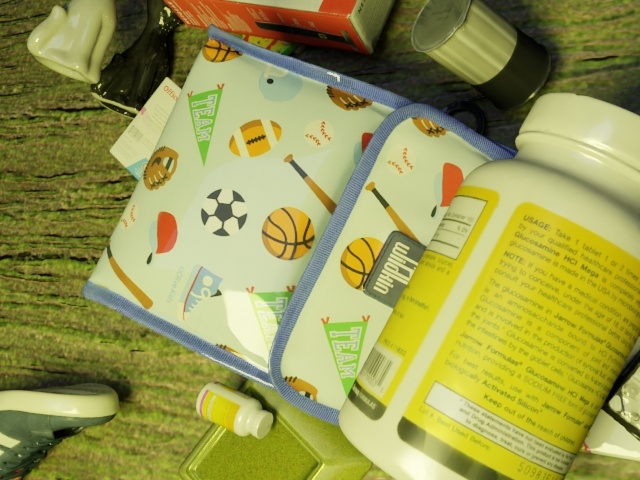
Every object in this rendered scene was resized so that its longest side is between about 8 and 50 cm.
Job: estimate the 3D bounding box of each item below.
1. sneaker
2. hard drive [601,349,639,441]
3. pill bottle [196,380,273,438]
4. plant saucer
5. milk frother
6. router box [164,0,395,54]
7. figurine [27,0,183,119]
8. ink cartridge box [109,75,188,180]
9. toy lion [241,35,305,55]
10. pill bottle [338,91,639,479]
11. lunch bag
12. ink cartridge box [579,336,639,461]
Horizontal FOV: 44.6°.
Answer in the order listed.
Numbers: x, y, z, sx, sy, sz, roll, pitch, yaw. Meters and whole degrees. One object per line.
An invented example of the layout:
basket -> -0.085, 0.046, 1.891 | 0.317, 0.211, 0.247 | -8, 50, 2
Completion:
sneaker -> -0.400, 0.271, 1.012 | 0.349, 0.131, 0.148 | -13, 78, 28
hard drive -> 0.433, 0.151, 0.611 | 0.339, 0.064, 0.237 | 40, 87, 15
pill bottle -> -0.095, 0.191, 0.870 | 0.083, 0.043, 0.043 | 18, 85, 29
plant saucer -> -0.067, 0.258, 0.890 | 0.188, 0.045, 0.188 | 40, 95, 29
milk frother -> 0.151, -0.181, 0.851 | 0.129, 0.134, 0.143 | 10, 76, 59
router box -> -0.014, -0.420, 1.007 | 0.301, 0.082, 0.336 | 16, 77, 28
figurine -> -0.265, -0.295, 1.042 | 0.092, 0.215, 0.210 | 19, 83, 24
ink cartridge box -> -0.185, -0.135, 1.028 | 0.092, 0.090, 0.143 | 43, 95, 28
toy lion -> -0.074, -0.257, 1.044 | 0.096, 0.034, 0.100 | 32, 92, 36
pill bottle -> 0.170, 0.055, 0.660 | 0.187, 0.188, 0.334 | 28, 89, 29
lunch bag -> 0.000, 0.000, 0.830 | 0.385, 0.239, 0.328 | 25, 88, 13
ink cartridge box -> 0.253, 0.135, 0.750 | 0.230, 0.078, 0.134 | 3, 77, 27
